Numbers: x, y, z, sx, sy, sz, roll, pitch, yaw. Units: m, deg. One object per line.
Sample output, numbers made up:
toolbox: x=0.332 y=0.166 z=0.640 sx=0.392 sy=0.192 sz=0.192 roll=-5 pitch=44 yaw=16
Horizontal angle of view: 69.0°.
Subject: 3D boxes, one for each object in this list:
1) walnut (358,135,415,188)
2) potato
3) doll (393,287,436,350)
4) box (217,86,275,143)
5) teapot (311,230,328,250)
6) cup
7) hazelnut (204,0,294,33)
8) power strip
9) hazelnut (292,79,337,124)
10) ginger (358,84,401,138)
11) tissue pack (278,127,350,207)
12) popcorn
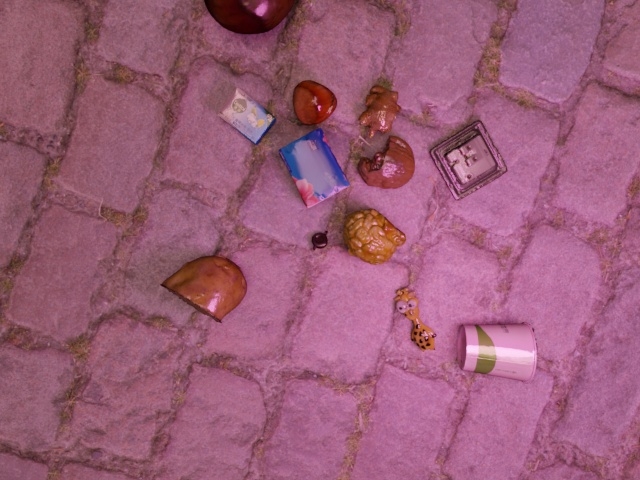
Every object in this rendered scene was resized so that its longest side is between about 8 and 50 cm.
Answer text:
walnut: x=0.287 y=-0.301 z=1.903 sx=0.238 sy=0.141 sz=0.204 roll=-39 pitch=99 yaw=4
potato: x=-0.444 y=0.166 z=1.879 sx=0.289 sy=0.301 sz=0.237 roll=45 pitch=69 yaw=-36
doll: x=0.405 y=0.338 z=1.979 sx=0.117 sy=0.086 sz=0.291 roll=-23 pitch=94 yaw=30
box: x=-0.297 y=-0.503 z=1.900 sx=0.194 sy=0.073 sz=0.139 roll=37 pitch=93 yaw=-4
teapot: x=0.000 y=0.000 z=1.962 sx=0.068 sy=0.045 sz=0.100 roll=34 pitch=75 yaw=17
cup: x=0.719 y=0.452 z=1.927 sx=0.274 sy=0.253 sz=0.253 roll=4 pitch=94 yaw=4
hazelnut: x=-0.271 y=-0.986 z=1.738 sx=0.421 sy=0.353 sz=0.421 roll=5 pitch=101 yaw=24
power strip: x=0.622 y=-0.331 z=1.934 sx=0.251 sy=0.092 sz=0.257 roll=-33 pitch=98 yaw=-3
hazelnut: x=-0.028 y=-0.547 z=1.868 sx=0.182 sy=0.182 sz=0.182 roll=0 pitch=94 yaw=-2
ginger: x=0.241 y=-0.519 z=1.902 sx=0.157 sy=0.102 sz=0.216 roll=20 pitch=94 yaw=4
tissue pack: x=-0.022 y=-0.295 z=1.892 sx=0.209 sy=0.137 sz=0.270 roll=-27 pitch=94 yaw=-1
popcorn: x=0.220 y=-0.017 z=1.895 sx=0.251 sy=0.206 sz=0.237 roll=-13 pitch=80 yaw=-12
